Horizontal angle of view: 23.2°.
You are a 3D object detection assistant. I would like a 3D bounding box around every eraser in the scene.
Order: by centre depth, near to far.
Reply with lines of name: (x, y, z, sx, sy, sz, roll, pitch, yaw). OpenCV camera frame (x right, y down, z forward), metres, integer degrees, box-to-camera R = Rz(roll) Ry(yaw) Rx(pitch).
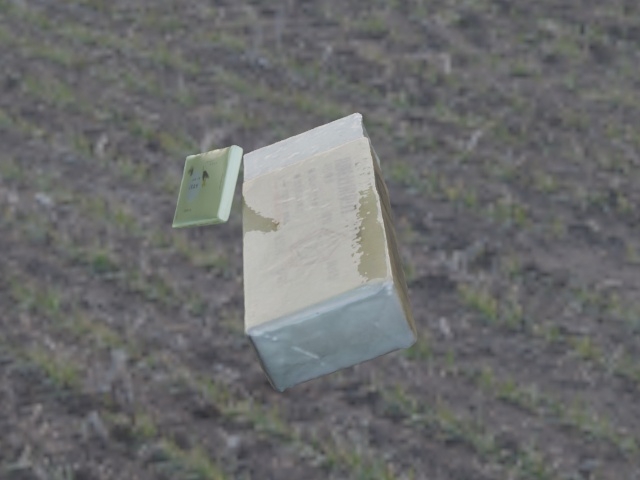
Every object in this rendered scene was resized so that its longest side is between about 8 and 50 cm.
eraser: (0.000, 0.000, 1.493, 0.144, 0.078, 0.343, -19, 30, 9)

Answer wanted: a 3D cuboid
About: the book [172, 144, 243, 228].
book: (-0.116, -0.052, 1.563, 0.014, 0.077, 0.111, 17, -12, -28)
